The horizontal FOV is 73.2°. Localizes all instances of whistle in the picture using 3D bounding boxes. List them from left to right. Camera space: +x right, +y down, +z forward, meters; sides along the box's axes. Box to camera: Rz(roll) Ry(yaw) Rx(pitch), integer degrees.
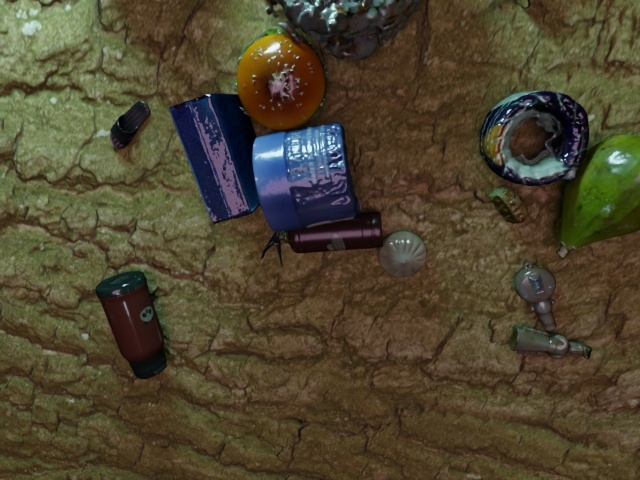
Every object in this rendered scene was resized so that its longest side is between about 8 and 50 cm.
[{"bbox_3d":[0.616,0.159,1.213,0.107,0.057,0.220,-22,106,12],"label":"whistle"}]

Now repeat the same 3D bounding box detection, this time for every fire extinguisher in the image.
[{"bbox_3d":[0.000,0.000,1.200,0.344,0.102,0.138,-5,80,8],"label":"fire extinguisher"}]

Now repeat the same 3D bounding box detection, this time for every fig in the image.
[{"bbox_3d":[0.682,-0.113,1.032,0.314,0.233,0.233,-31,102,20],"label":"fig"}]

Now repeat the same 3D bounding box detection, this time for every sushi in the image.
[{"bbox_3d":[0.050,-0.613,0.940,0.417,0.176,0.418,0,96,-2],"label":"sushi"}]

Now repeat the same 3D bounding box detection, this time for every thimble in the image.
[{"bbox_3d":[0.515,-0.241,1.047,0.237,0.150,0.237,1,108,4],"label":"thimble"}]

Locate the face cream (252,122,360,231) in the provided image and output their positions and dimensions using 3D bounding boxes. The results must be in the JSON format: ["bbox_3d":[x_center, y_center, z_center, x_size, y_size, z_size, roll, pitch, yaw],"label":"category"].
[{"bbox_3d":[-0.028,-0.159,1.085,0.225,0.249,0.249,-10,106,6],"label":"face cream"}]

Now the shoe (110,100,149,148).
[{"bbox_3d":[-0.538,-0.321,1.195,0.159,0.053,0.062,-42,102,14],"label":"shoe"}]

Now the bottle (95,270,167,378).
[{"bbox_3d":[-0.574,0.273,1.342,0.144,0.144,0.336,-8,107,9],"label":"bottle"}]

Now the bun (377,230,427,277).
[{"bbox_3d":[0.228,0.047,1.204,0.138,0.094,0.138,3,110,9],"label":"bun"}]

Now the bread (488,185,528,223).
[{"bbox_3d":[0.505,-0.092,1.143,0.066,0.060,0.110,-34,101,31],"label":"bread"}]

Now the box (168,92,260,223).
[{"bbox_3d":[-0.232,-0.213,1.082,0.116,0.261,0.279,-16,105,10],"label":"box"}]

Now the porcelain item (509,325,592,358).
[{"bbox_3d":[0.670,0.301,1.253,0.213,0.054,0.084,8,111,5],"label":"porcelain item"}]

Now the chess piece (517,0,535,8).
[{"bbox_3d":[0.528,-0.611,0.975,0.172,0.060,0.060,-37,100,14],"label":"chess piece"}]

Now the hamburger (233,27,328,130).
[{"bbox_3d":[-0.100,-0.389,1.059,0.246,0.170,0.246,2,110,4],"label":"hamburger"}]
